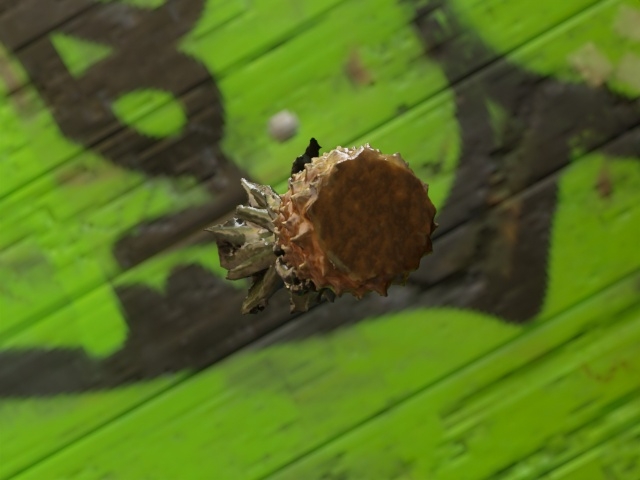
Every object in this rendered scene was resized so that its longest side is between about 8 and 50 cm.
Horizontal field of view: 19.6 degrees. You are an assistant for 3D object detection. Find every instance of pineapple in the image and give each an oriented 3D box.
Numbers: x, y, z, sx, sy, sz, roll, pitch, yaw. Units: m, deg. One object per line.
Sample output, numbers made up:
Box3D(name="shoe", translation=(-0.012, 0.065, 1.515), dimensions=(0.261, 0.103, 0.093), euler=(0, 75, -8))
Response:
Box3D(name="pineapple", translation=(0.000, 0.000, 1.413), dimensions=(0.130, 0.119, 0.277), euler=(49, -15, -9))
